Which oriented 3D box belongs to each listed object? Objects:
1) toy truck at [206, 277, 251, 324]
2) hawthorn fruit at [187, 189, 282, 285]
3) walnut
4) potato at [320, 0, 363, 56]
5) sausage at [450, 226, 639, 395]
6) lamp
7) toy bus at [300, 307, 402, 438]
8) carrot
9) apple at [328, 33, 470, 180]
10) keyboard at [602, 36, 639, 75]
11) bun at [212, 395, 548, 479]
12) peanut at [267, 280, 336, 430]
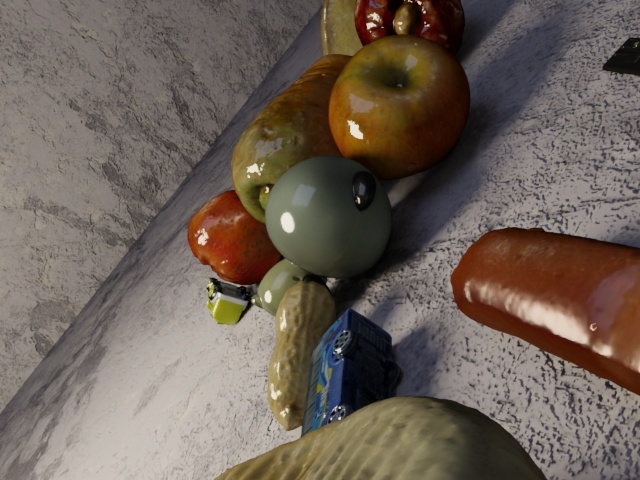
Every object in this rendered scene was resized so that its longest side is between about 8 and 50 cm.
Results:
[{"bbox_3d":[-0.180,0.116,1.261,0.076,0.076,0.111,-70,20,4],"label":"toy truck"},{"bbox_3d":[-0.140,-0.019,1.264,0.200,0.179,0.179,-48,20,0],"label":"hawthorn fruit"},{"bbox_3d":[0.167,-0.414,1.338,0.243,0.222,0.269,-63,-2,27],"label":"walnut"},{"bbox_3d":[0.058,-0.527,1.683,0.189,0.264,0.211,-35,28,10],"label":"potato"},{"bbox_3d":[0.215,0.053,0.514,0.097,0.094,0.348,-63,22,-2],"label":"sausage"},{"bbox_3d":[0.000,0.000,0.957,0.243,0.198,0.198,-70,19,6],"label":"lamp"},{"bbox_3d":[0.025,0.177,0.698,0.094,0.079,0.236,-40,21,27],"label":"toy bus"},{"bbox_3d":[-0.008,-0.172,1.192,0.224,0.224,0.340,-26,28,47],"label":"carrot"},{"bbox_3d":[0.117,-0.193,1.024,0.210,0.173,0.235,30,63,26],"label":"apple"},{"bbox_3d":[0.380,-0.206,0.768,0.053,0.010,0.155,-47,20,7],"label":"keyboard"},{"bbox_3d":[0.003,0.260,0.388,0.365,0.219,0.365,-36,7,5],"label":"bun"},{"bbox_3d":[-0.024,0.140,0.836,0.082,0.082,0.187,-28,45,44],"label":"peanut"}]
